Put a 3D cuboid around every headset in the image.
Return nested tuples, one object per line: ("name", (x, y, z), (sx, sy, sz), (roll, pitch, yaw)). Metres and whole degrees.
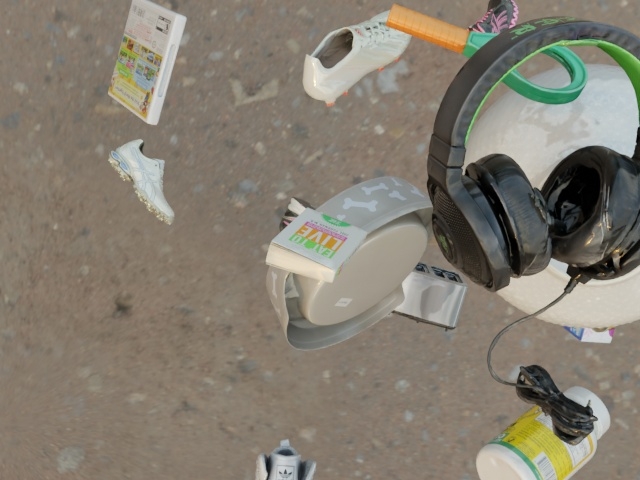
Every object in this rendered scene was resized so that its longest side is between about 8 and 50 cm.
("headset", (0.231, -0.010, 0.872), (0.243, 0.185, 0.394), (-4, 113, -14))

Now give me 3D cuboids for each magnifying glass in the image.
("magnifying glass", (0.185, -0.213, 1.002), (0.231, 0.026, 0.092), (19, 51, 3))

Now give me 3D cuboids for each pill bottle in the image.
("pill bottle", (0.349, 0.315, 1.389), (0.208, 0.117, 0.118), (-30, 90, -29))

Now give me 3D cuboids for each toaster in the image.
("toaster", (0.219, 0.113, 1.951), (0.168, 0.186, 0.110), (16, 102, -2))

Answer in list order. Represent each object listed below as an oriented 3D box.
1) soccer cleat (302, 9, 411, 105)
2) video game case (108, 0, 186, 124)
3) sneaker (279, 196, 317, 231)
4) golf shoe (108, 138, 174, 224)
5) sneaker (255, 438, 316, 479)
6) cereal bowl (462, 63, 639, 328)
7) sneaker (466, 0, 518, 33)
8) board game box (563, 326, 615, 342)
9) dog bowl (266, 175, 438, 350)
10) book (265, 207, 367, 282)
("soccer cleat", (0.052, -0.246, 1.135), (0.068, 0.076, 0.196), (31, 58, 28))
("video game case", (-0.335, -0.349, 1.726), (0.026, 0.227, 0.206), (9, 107, -36))
("sneaker", (0.000, 0.000, 1.667), (0.178, 0.072, 0.077), (40, 102, 15))
("golf shoe", (-0.319, -0.115, 1.701), (0.086, 0.069, 0.176), (-38, 89, -13))
("sneaker", (-0.089, 0.553, 1.809), (0.137, 0.366, 0.210), (8, 103, -2))
("cereal bowl", (0.330, -0.041, 1.106), (0.338, 0.141, 0.339), (3, 107, 11))
("sneaker", (0.208, -0.261, 1.111), (0.057, 0.047, 0.119), (19, 59, -17))
("board game box", (0.425, -0.035, 1.549), (0.065, 0.318, 0.319), (5, 107, -19))
("dog bowl", (0.061, 0.035, 1.520), (0.348, 0.349, 0.102), (-26, 61, -23))
("book", (-0.002, 0.006, 1.233), (0.096, 0.035, 0.144), (21, 27, 11))
